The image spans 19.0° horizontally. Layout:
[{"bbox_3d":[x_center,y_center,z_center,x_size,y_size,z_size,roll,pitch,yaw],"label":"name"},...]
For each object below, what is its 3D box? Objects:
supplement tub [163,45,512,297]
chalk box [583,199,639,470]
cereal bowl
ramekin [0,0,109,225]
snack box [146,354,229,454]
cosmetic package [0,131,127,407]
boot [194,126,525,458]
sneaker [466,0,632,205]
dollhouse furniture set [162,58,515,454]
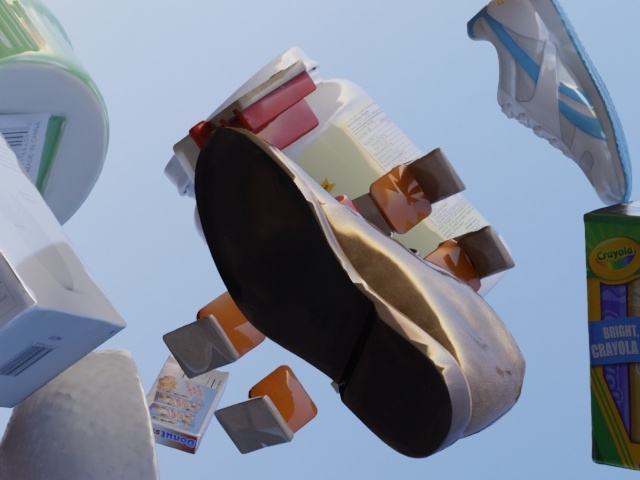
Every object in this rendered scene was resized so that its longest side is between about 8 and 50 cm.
[{"bbox_3d":[0.016,-0.020,2.021,0.235,0.325,0.235,-43,178,-2],"label":"supplement tub"},{"bbox_3d":[0.349,0.048,1.645,0.179,0.180,0.289,7,-76,47],"label":"chalk box"},{"bbox_3d":[-0.232,0.273,1.769,0.339,0.141,0.339,175,-90,-76],"label":"cereal bowl"},{"bbox_3d":[-0.382,-0.122,2.120,0.303,0.303,0.148,-53,-132,10],"label":"ramekin"},{"bbox_3d":[-0.132,0.154,1.829,0.178,0.064,0.022,-68,175,-73],"label":"snack box"},{"bbox_3d":[-0.307,0.011,1.605,0.138,0.225,0.224,-35,167,7],"label":"cosmetic package"},{"bbox_3d":[0.024,0.029,1.392,0.115,0.305,0.112,-16,144,-45],"label":"boot"},{"bbox_3d":[0.221,-0.129,1.799,0.092,0.229,0.087,-28,180,13],"label":"sneaker"},{"bbox_3d":[0.000,0.000,1.507,0.262,0.259,0.135,-36,-175,-27],"label":"dollhouse furniture set"}]
